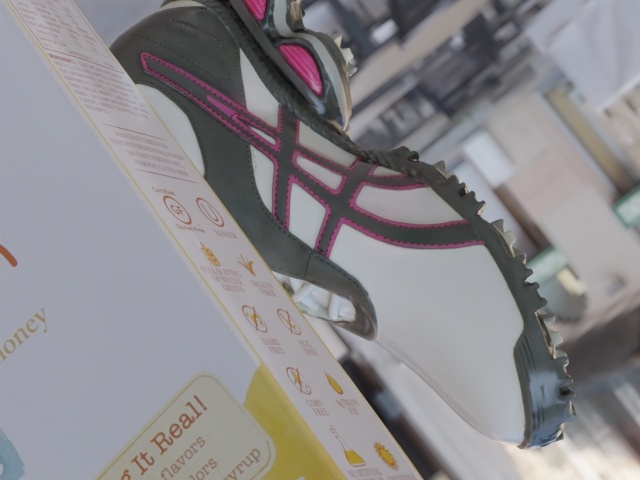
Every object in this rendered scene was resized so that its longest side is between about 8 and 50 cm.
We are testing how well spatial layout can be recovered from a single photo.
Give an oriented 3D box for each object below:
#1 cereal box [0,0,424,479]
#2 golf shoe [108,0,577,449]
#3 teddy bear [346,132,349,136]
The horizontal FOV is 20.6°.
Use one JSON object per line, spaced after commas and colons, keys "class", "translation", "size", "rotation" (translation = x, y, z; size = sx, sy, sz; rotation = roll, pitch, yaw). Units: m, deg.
{"class": "cereal box", "translation": [-0.108, 0.021, 0.407], "size": [0.173, 0.240, 0.047], "rotation": [-44, 160, 16]}
{"class": "golf shoe", "translation": [0.000, 0.000, 0.780], "size": [0.120, 0.273, 0.105], "rotation": [-33, 157, -18]}
{"class": "teddy bear", "translation": [-0.038, 0.012, 1.267], "size": [0.338, 0.113, 0.245], "rotation": [88, 12, -82]}
